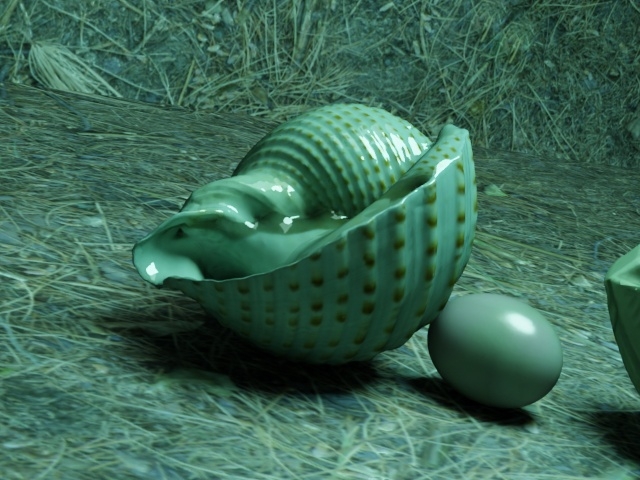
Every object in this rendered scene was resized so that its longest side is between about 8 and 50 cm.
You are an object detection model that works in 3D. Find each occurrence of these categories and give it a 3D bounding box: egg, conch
[{"bbox_3d":[0.160,0.101,1.326,0.135,0.103,0.103,20,14,37],"label":"egg"},{"bbox_3d":[0.009,0.012,1.335,0.319,0.215,0.303,-36,25,-22],"label":"conch"}]

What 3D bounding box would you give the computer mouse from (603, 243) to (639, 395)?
[{"bbox_3d":[0.409,0.157,1.266,0.228,0.145,0.429,10,23,-49],"label":"computer mouse"}]
